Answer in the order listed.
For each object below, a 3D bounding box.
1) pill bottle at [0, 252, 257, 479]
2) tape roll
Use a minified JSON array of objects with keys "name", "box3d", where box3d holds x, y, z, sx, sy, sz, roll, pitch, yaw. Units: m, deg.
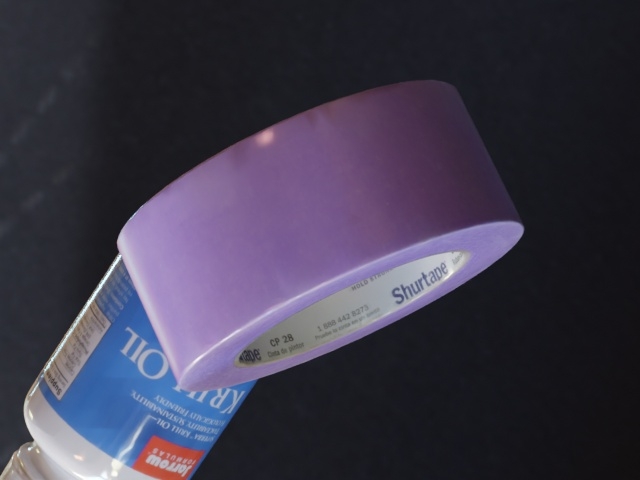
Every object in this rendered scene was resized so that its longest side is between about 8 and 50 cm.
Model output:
[{"name":"pill bottle","box3d":[-0.118,0.097,1.301,0.221,0.124,0.124,-57,25,10]},{"name":"tape roll","box3d":[0.000,0.000,0.976,0.189,0.189,0.080,-43,68,54]}]
